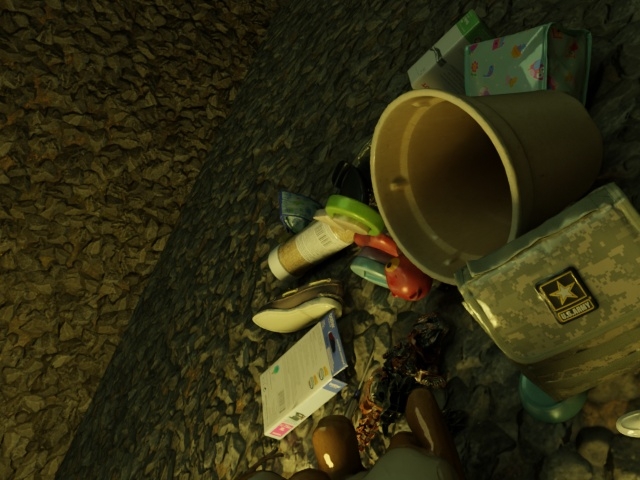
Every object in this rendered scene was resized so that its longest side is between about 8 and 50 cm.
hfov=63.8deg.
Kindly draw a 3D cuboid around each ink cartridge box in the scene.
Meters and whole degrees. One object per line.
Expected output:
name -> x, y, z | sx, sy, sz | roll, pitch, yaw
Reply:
ink cartridge box -> -0.036, 0.341, 1.305 | 0.311, 0.065, 0.185 | -47, 32, 23
ink cartridge box -> 0.358, -0.447, 1.327 | 0.219, 0.160, 0.092 | -39, 34, 30

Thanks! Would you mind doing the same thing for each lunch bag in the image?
lunch bag -> 0.353, 0.076, 0.715 | 0.235, 0.287, 0.168 | -35, 37, 23
lunch bag -> -0.070, -0.083, 1.646 | 0.096, 0.151, 0.128 | -41, 35, 28
lunch bag -> 0.429, -0.294, 1.083 | 0.223, 0.160, 0.262 | 11, 106, 58

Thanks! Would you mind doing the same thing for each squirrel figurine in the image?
squirrel figurine -> 0.046, 0.457, 0.746 | 0.371, 0.396, 0.281 | -21, 21, 14

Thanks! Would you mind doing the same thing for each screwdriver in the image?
screwdriver -> 0.094, 0.329, 1.173 | 0.024, 0.025, 0.169 | -4, 51, 56

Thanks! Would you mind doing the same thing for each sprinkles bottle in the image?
sprinkles bottle -> 0.000, 0.000, 1.499 | 0.355, 0.121, 0.121 | -34, 38, 35

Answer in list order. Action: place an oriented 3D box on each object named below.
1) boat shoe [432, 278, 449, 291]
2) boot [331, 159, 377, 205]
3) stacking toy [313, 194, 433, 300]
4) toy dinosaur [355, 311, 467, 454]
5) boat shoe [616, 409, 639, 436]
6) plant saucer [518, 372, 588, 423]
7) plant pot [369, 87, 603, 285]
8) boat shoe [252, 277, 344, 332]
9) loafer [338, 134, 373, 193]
boat shoe -> 0.279, 0.045, 1.123 | 0.142, 0.040, 0.049 | -64, 16, -12
boot -> 0.154, -0.106, 1.252 | 0.091, 0.229, 0.263 | -61, 19, 22
stacking toy -> 0.102, 0.032, 1.128 | 0.130, 0.280, 0.309 | -64, 9, -11
toy dinosaur -> 0.163, 0.299, 1.009 | 0.218, 0.165, 0.321 | -139, 63, -74
boat shoe -> 0.449, 0.243, 0.695 | 0.100, 0.035, 0.035 | -26, 44, 43
plant saucer -> 0.370, 0.234, 0.835 | 0.119, 0.021, 0.119 | -37, 36, 33
plant pot -> 0.311, -0.127, 0.912 | 0.334, 0.306, 0.333 | 41, 142, 43
boat shoe -> -0.063, 0.182, 1.441 | 0.325, 0.117, 0.096 | -21, 42, 41
loafer -> 0.140, -0.245, 1.544 | 0.267, 0.096, 0.084 | -49, 25, 20
